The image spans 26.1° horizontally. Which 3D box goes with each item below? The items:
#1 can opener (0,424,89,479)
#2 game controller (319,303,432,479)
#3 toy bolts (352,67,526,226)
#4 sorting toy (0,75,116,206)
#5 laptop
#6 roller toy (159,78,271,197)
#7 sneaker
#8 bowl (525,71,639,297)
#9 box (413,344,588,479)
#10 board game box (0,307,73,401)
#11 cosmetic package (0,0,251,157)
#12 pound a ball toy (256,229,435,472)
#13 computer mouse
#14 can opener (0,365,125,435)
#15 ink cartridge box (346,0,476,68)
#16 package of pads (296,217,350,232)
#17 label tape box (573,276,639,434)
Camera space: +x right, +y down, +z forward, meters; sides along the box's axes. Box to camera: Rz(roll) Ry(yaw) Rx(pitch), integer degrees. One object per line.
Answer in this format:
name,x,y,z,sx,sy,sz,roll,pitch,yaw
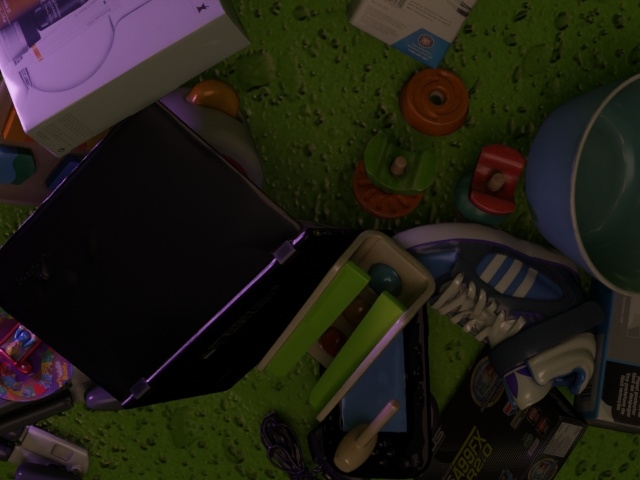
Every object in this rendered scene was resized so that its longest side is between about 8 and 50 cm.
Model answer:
can opener,-0.484,0.308,2.092,0.283,0.095,0.076,26,107,-13
game controller,0.080,0.195,2.046,0.167,0.067,0.319,-2,94,9
toy bolts,0.175,-0.106,1.973,0.229,0.158,0.218,22,68,-1
sorting toy,-0.369,-0.130,1.900,0.193,0.038,0.208,6,125,-32
laptop,-0.177,0.026,1.911,0.382,0.408,0.236,-43,70,23
roller toy,-0.182,-0.109,1.905,0.191,0.146,0.209,-18,131,-1
sneaker,0.245,0.116,1.936,0.323,0.236,0.130,11,147,-23
bowl,0.405,-0.086,1.914,0.312,0.163,0.311,-6,101,-33
box,0.259,0.313,2.069,0.060,0.216,0.270,17,112,-32
board game box,-0.432,0.149,2.018,0.133,0.033,0.168,-4,78,-5
cosmetic package,-0.289,-0.334,1.728,0.284,0.097,0.377,-29,66,6
pound a ball toy,0.059,0.154,1.935,0.208,0.136,0.319,40,135,5
computer mouse,0.058,0.299,2.130,0.272,0.072,0.188,-29,90,11
can opener,-0.392,0.231,2.049,0.280,0.093,0.074,-17,123,-11
ink cartridge box,0.141,-0.352,1.873,0.140,0.082,0.190,27,107,-13
package of pads,0.000,0.000,2.031,0.083,0.032,0.050,10,109,-7
label tape box,0.563,0.173,2.030,0.348,0.115,0.249,11,78,-6
